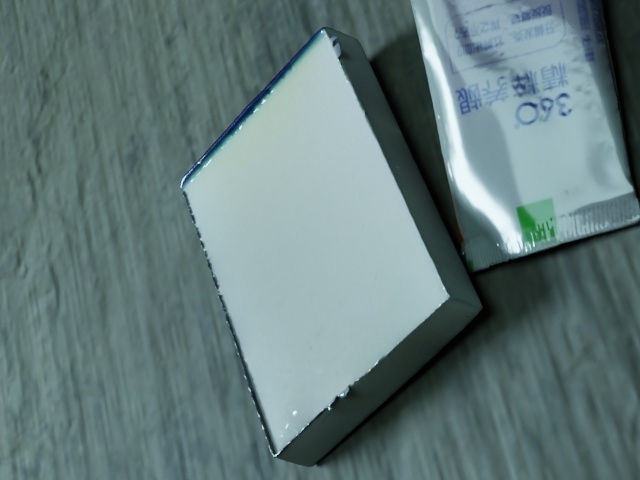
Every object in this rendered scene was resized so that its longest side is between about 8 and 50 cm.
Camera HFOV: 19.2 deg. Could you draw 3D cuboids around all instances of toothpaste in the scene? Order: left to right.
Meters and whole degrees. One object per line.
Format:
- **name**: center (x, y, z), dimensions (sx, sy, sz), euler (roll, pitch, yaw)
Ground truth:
- **toothpaste**: center (0.067, -0.136, 0.732), dimensions (0.075, 0.048, 0.301), euler (-10, 70, 12)

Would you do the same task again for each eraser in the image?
- **eraser**: center (0.000, 0.000, 0.749), dimensions (0.104, 0.023, 0.150), euler (-45, 47, 27)
